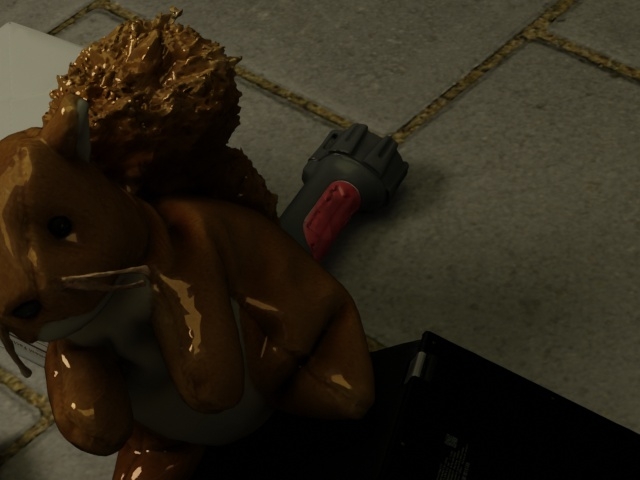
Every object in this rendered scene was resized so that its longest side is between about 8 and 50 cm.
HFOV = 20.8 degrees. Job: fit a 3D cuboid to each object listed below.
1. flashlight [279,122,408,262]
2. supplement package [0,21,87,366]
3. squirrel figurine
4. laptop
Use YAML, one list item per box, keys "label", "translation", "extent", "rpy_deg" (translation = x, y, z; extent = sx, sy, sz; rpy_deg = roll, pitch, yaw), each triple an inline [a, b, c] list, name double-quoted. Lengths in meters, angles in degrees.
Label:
- label: "flashlight"
  translation: [0.000, 0.000, 1.781]
  extent: [0.103, 0.103, 0.304]
  rpy_deg: [-13, 29, 40]
- label: "supplement package"
  translation: [-0.277, -0.039, 1.744]
  extent: [0.198, 0.262, 0.199]
  rpy_deg: [22, 51, 30]
- label: "squirrel figurine"
  translation: [-0.175, -0.004, 1.502]
  extent: [0.281, 0.370, 0.397]
  rpy_deg: [-26, 47, 28]
- label: "laptop"
  translation: [0.055, 0.298, 1.503]
  extent: [0.408, 0.236, 0.382]
  rpy_deg: [26, 47, -4]
